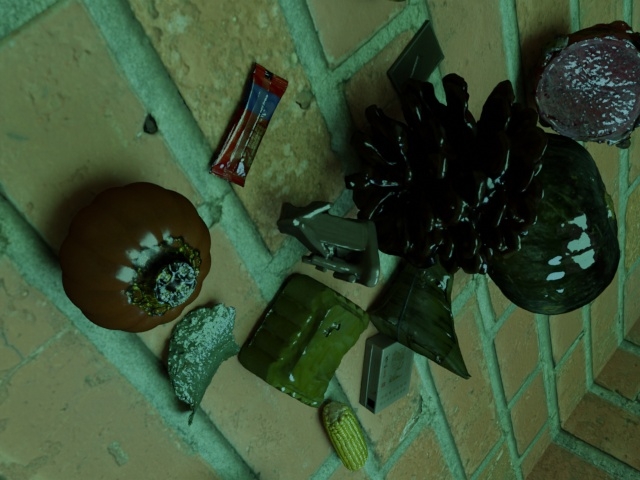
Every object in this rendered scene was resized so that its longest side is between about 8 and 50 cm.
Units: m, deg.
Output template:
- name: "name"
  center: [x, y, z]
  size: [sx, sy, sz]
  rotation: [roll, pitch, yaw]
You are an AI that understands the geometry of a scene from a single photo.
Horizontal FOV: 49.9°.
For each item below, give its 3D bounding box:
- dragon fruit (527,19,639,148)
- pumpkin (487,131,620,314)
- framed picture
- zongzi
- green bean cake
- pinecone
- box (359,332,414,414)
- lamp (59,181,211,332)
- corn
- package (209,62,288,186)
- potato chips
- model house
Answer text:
- name: "dragon fruit"
  center: [0.683, -0.415, 1.766]
  size: [0.262, 0.297, 0.314]
  rotation: [-70, 156, -55]
- name: "pumpkin"
  center: [0.544, -0.041, 1.697]
  size: [0.454, 0.344, 0.453]
  rotation: [41, 42, -51]
- name: "framed picture"
  center: [0.200, -0.365, 1.427]
  size: [0.149, 0.011, 0.109]
  rotation: [-53, 140, -12]
- name: "zongzi"
  center: [0.288, 0.158, 1.607]
  size: [0.250, 0.274, 0.125]
  rotation: [-57, 148, -8]
- name: "green bean cake"
  center: [-0.018, 0.212, 1.418]
  size: [0.236, 0.124, 0.233]
  rotation: [-58, 141, -7]
- name: "pinecone"
  center: [0.229, -0.136, 1.310]
  size: [0.398, 0.398, 0.397]
  rotation: [-25, 128, -37]
- name: "box"
  center: [0.172, 0.322, 1.740]
  size: [0.141, 0.058, 0.201]
  rotation: [-21, 126, -40]
- name: "lamp"
  center: [-0.260, 0.026, 0.988]
  size: [0.223, 0.197, 0.223]
  rotation: [-25, 128, -38]
- name: "corn"
  center: [0.064, 0.483, 1.692]
  size: [0.081, 0.081, 0.248]
  rotation: [-43, 137, -23]
- name: "package"
  center: [-0.120, -0.192, 1.160]
  size: [0.083, 0.022, 0.200]
  rotation: [21, 94, -52]
- name: "potato chips"
  center: [-0.215, 0.233, 1.266]
  size: [0.167, 0.059, 0.228]
  rotation: [-38, 136, -41]
- name: "model house"
  center: [0.007, -0.005, 1.255]
  size: [0.188, 0.229, 0.122]
  rotation: [23, 90, -16]
